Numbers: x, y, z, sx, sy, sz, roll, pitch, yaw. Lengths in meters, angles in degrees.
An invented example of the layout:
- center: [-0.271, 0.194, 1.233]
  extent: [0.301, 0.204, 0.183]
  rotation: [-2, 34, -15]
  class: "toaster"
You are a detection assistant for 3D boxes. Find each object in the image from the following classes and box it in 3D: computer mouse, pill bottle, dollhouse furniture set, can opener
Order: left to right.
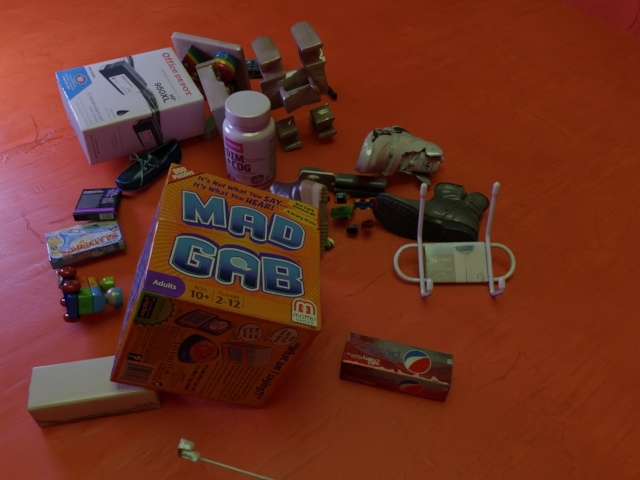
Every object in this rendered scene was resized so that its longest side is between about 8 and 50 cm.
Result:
- center: [-0.219, -0.306, 1.859]
  extent: [0.160, 0.283, 0.160]
  rotation: [1, 47, -2]
  class: "pill bottle"
- center: [-0.178, -0.504, 1.992]
  extent: [0.394, 0.362, 0.256]
  rotation: [-20, 51, -5]
  class: "dollhouse furniture set"
- center: [-0.040, -0.556, 2.261]
  extent: [0.193, 0.042, 0.106]
  rotation: [-15, 51, -16]
  class: "computer mouse"
- center: [0.069, -0.196, 1.918]
  extent: [0.283, 0.076, 0.095]
  rotation: [5, 48, 0]
  class: "can opener"

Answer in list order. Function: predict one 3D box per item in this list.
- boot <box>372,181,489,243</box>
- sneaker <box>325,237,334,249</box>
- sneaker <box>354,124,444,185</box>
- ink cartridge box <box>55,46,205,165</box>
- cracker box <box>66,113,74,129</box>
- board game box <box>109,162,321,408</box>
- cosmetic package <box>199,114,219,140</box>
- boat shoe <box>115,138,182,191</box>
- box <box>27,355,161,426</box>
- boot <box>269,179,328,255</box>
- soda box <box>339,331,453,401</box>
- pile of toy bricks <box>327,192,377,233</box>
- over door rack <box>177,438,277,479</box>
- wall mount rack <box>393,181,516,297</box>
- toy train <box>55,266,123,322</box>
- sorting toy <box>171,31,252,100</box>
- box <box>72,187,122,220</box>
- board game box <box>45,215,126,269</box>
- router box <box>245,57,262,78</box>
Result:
- center: [0.335, -0.101, 1.838]
  extent: [0.338, 0.118, 0.223]
  rotation: [23, 47, 3]
  class: "boot"
- center: [0.000, 0.000, 1.763]
  extent: [0.083, 0.031, 0.035]
  rotation: [24, 51, 17]
  class: "sneaker"
- center: [0.261, -0.262, 1.897]
  extent: [0.210, 0.137, 0.366]
  rotation: [27, 29, 17]
  class: "sneaker"
- center: [-0.612, -0.448, 1.966]
  extent: [0.394, 0.166, 0.285]
  rotation: [-21, 62, -23]
  class: "ink cartridge box"
- center: [-0.733, -0.425, 2.083]
  extent: [0.232, 0.067, 0.155]
  rotation: [-31, 58, -27]
  class: "cracker box"
- center: [-0.231, 0.114, 1.360]
  extent: [0.356, 0.356, 0.356]
  rotation: [16, 44, -18]
  class: "board game box"
- center: [-0.375, -0.401, 2.100]
  extent: [0.060, 0.041, 0.115]
  rotation: [30, 53, 22]
  class: "cosmetic package"
- center: [-0.551, -0.249, 1.907]
  extent: [0.109, 0.089, 0.258]
  rotation: [24, 46, 16]
  class: "boat shoe"
- center: [-0.512, 0.340, 1.382]
  extent: [0.275, 0.094, 0.113]
  rotation: [-6, 49, -8]
  class: "box"
- center: [-0.075, -0.056, 1.769]
  extent: [0.206, 0.249, 0.090]
  rotation: [5, -5, 41]
  class: "boot"
- center: [0.183, 0.307, 1.459]
  extent: [0.263, 0.083, 0.092]
  rotation: [11, 47, 8]
  class: "soda box"
- center: [0.075, -0.091, 1.820]
  extent: [0.212, 0.118, 0.105]
  rotation: [0, 17, 18]
  class: "pile of toy bricks"
- center: [-0.175, 0.562, 1.171]
  extent: [0.324, 0.108, 0.240]
  rotation: [25, 48, -9]
  class: "over door rack"
- center: [0.382, 0.003, 1.658]
  extent: [0.350, 0.130, 0.304]
  rotation: [-1, 78, -4]
  class: "wall mount rack"
- center: [-0.613, 0.118, 1.591]
  extent: [0.143, 0.105, 0.248]
  rotation: [-3, 22, -28]
  class: "toy train"
- center: [-0.393, -0.595, 2.144]
  extent: [0.257, 0.255, 0.089]
  rotation: [15, 64, 10]
  class: "sorting toy"
- center: [-0.665, -0.111, 1.801]
  extent: [0.116, 0.029, 0.162]
  rotation: [-3, 34, -7]
  class: "box"
- center: [-0.666, 0.003, 1.705]
  extent: [0.201, 0.035, 0.136]
  rotation: [-18, 41, -19]
  class: "board game box"
- center: [-0.263, -0.676, 2.360]
  extent: [0.122, 0.038, 0.092]
  rotation: [-4, 49, -7]
  class: "router box"
